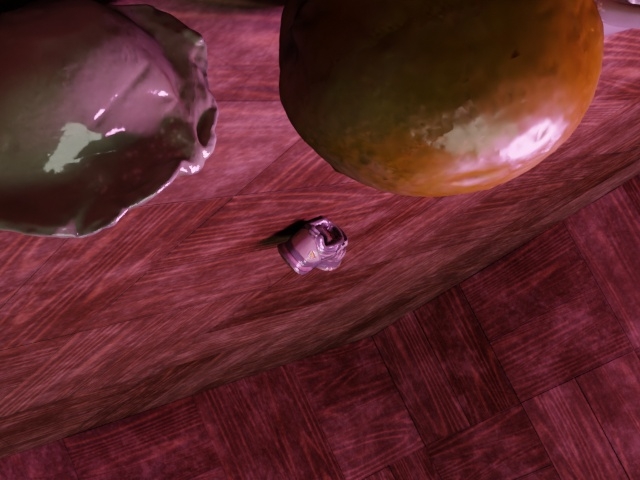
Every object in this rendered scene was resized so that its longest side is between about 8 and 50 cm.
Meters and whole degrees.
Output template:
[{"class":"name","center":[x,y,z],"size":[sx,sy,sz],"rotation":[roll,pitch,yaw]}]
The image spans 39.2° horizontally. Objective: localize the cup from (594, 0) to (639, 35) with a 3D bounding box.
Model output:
[{"class":"cup","center":[0.330,-0.280,0.856],"size":[0.234,0.258,0.186],"rotation":[-27,132,27]}]

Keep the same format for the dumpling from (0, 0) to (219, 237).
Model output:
[{"class":"dumpling","center":[-0.196,-0.089,0.698],"size":[0.258,0.193,0.147],"rotation":[-19,161,-18]}]

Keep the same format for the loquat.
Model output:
[{"class":"loquat","center":[0.108,-0.176,0.812],"size":[0.283,0.276,0.276],"rotation":[3,155,-22]}]

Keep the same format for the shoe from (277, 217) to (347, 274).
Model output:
[{"class":"shoe","center":[0.000,0.000,1.666],"size":[0.092,0.089,0.180],"rotation":[-47,161,27]}]
